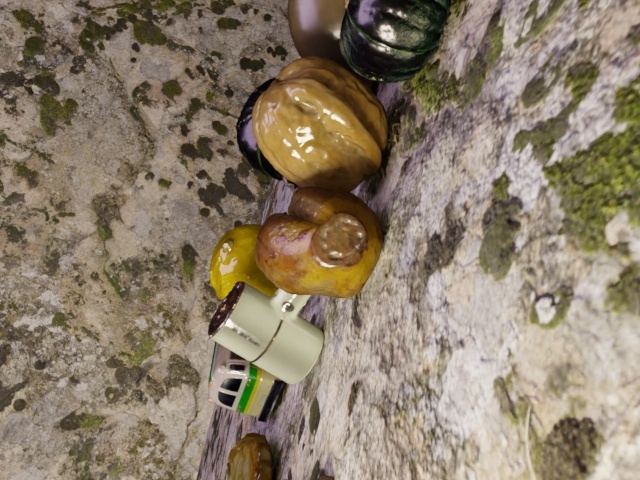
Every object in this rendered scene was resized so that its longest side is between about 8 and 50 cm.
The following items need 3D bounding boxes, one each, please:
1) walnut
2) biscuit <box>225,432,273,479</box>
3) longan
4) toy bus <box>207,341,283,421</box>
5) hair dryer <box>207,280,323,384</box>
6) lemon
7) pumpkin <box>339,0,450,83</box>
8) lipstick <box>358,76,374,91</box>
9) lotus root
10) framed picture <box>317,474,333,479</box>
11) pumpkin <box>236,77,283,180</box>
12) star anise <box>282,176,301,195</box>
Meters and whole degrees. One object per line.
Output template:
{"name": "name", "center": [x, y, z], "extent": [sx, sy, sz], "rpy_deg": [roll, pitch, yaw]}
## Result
{"name": "walnut", "center": [0.008, -0.202, 0.936], "extent": [0.224, 0.257, 0.257], "rpy_deg": [-57, 8, -14]}
{"name": "biscuit", "center": [-0.171, 0.603, 1.133], "extent": [0.329, 0.078, 0.335], "rpy_deg": [135, 148, -61]}
{"name": "longan", "center": [0.055, -0.468, 1.058], "extent": [0.258, 0.258, 0.258], "rpy_deg": [-164, 90, -78]}
{"name": "toy bus", "center": [-0.186, 0.292, 1.323], "extent": [0.305, 0.179, 0.143], "rpy_deg": [-96, 25, -60]}
{"name": "hair dryer", "center": [-0.037, 0.088, 0.991], "extent": [0.362, 0.203, 0.128], "rpy_deg": [-53, 15, 7]}
{"name": "lemon", "center": [-0.157, 0.081, 1.303], "extent": [0.288, 0.233, 0.234], "rpy_deg": [54, -142, -52]}
{"name": "pumpkin", "center": [0.117, -0.370, 0.847], "extent": [0.220, 0.161, 0.221], "rpy_deg": [-163, 90, -83]}
{"name": "lipstick", "center": [0.084, -0.343, 1.164], "extent": [0.070, 0.070, 0.254], "rpy_deg": [128, 154, -61]}
{"name": "lotus root", "center": [0.000, -0.001, 0.814], "extent": [0.180, 0.199, 0.188], "rpy_deg": [162, 116, -81]}
{"name": "framed picture", "center": [-0.017, 0.447, 0.751], "extent": [0.128, 0.023, 0.168], "rpy_deg": [-91, 20, -54]}
{"name": "pumpkin", "center": [-0.075, -0.293, 1.394], "extent": [0.296, 0.295, 0.296], "rpy_deg": [-164, 90, -78]}
{"name": "star anise", "center": [-0.019, -0.072, 1.202], "extent": [0.283, 0.129, 0.212], "rpy_deg": [128, 139, -69]}
